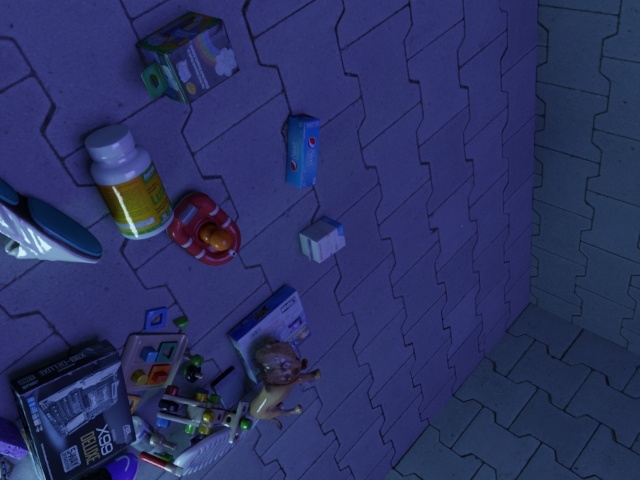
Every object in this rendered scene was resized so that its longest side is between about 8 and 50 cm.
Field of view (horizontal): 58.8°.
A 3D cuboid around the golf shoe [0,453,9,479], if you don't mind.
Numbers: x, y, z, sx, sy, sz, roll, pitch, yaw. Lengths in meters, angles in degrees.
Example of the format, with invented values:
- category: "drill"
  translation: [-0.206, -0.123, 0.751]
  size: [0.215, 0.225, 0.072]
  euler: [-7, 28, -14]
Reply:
- category: "golf shoe"
  translation: [-0.822, 0.596, 1.352]
  size: [0.120, 0.105, 0.273]
  euler: [6, 106, -42]

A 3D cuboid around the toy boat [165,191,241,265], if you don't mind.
- category: "toy boat"
  translation: [-0.293, -0.016, 1.529]
  size: [0.151, 0.151, 0.231]
  euler: [-53, 140, -10]

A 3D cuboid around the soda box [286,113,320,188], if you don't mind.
- category: "soda box"
  translation: [-0.053, -0.268, 1.707]
  size: [0.067, 0.071, 0.210]
  euler: [-21, 126, -40]

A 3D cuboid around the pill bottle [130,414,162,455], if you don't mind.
- category: "pill bottle"
  translation: [-0.527, 0.583, 1.684]
  size: [0.078, 0.078, 0.137]
  euler: [-44, 138, -20]

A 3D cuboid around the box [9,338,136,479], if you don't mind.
- category: "box"
  translation: [-0.612, 0.437, 1.434]
  size: [0.242, 0.076, 0.308]
  euler: [-22, 123, -39]

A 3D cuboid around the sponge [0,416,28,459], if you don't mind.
- category: "sponge"
  translation: [-0.770, 0.426, 1.292]
  size: [0.031, 0.117, 0.210]
  euler: [-49, 140, -12]

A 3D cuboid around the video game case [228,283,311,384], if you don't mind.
- category: "video game case"
  translation: [-0.166, 0.321, 1.940]
  size: [0.269, 0.061, 0.244]
  euler: [-39, 136, -25]

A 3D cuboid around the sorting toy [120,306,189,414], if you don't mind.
- category: "sorting toy"
  translation: [-0.480, 0.357, 1.627]
  size: [0.196, 0.047, 0.348]
  euler: [12, 103, -50]

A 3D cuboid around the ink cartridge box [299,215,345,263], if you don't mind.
- category: "ink cartridge box"
  translation: [0.000, 0.000, 1.910]
  size: [0.143, 0.090, 0.092]
  euler: [-33, 133, -29]

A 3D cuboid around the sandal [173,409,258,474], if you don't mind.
- category: "sandal"
  translation: [-0.358, 0.659, 1.910]
  size: [0.416, 0.102, 0.169]
  euler: [-9, 134, -59]

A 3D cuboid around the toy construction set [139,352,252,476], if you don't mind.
- category: "toy construction set"
  translation: [-0.345, 0.545, 1.667]
  size: [0.258, 0.237, 0.309]
  euler: [83, 29, -49]

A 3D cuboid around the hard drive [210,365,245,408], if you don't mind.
- category: "hard drive"
  translation: [-0.310, 0.498, 1.918]
  size: [0.094, 0.022, 0.135]
  euler: [-39, 136, -26]

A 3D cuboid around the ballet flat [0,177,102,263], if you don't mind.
- category: "ballet flat"
  translation: [-0.642, -0.042, 1.170]
  size: [0.139, 0.139, 0.400]
  euler: [-55, 137, -9]

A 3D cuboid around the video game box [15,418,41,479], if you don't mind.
- category: "video game box"
  translation: [-0.677, 0.509, 1.502]
  size: [0.187, 0.048, 0.205]
  euler: [-29, 130, -38]

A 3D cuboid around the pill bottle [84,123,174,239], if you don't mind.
- category: "pill bottle"
  translation: [-0.441, -0.135, 1.307]
  size: [0.136, 0.136, 0.246]
  euler: [-38, 136, -27]

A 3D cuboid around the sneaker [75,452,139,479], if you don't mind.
- category: "sneaker"
  translation: [-0.653, 0.710, 1.602]
  size: [0.293, 0.102, 0.146]
  euler: [-43, 137, -22]

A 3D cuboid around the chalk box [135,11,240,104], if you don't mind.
- category: "chalk box"
  translation: [-0.317, -0.404, 1.291]
  size: [0.213, 0.132, 0.132]
  euler: [-40, 138, -23]

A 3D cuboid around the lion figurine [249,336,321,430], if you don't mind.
- category: "lion figurine"
  translation: [-0.154, 0.504, 1.911]
  size: [0.240, 0.142, 0.392]
  euler: [4, 114, -41]
